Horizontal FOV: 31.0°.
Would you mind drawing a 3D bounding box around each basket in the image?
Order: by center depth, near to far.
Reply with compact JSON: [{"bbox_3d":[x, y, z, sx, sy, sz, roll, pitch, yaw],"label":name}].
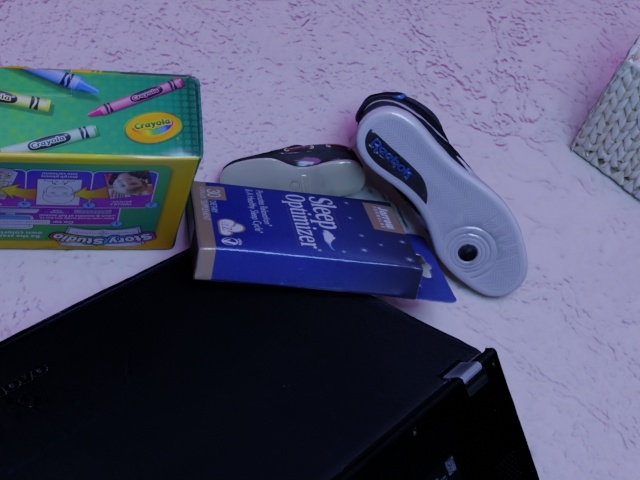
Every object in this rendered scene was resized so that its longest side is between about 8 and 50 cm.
[{"bbox_3d":[0.331,-0.136,1.126,0.103,0.167,0.113,34,61,8],"label":"basket"}]

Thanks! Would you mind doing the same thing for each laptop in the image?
[{"bbox_3d":[-0.036,0.218,0.858,0.382,0.236,0.407,-30,102,-47],"label":"laptop"}]

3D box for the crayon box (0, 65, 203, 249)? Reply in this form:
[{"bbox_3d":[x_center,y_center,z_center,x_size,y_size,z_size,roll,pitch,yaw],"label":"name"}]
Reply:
[{"bbox_3d":[-0.244,-0.062,0.928,0.279,0.165,0.081,0,65,-16],"label":"crayon box"}]

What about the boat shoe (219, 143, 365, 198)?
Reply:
[{"bbox_3d":[-0.027,-0.062,1.061,0.133,0.048,0.042,-4,32,-8],"label":"boat shoe"}]

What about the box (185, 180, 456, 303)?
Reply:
[{"bbox_3d":[0.000,0.000,0.998,0.225,0.036,0.136,7,25,-13],"label":"box"}]

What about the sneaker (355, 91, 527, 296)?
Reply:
[{"bbox_3d":[0.118,-0.055,1.076,0.217,0.079,0.121,50,19,-17],"label":"sneaker"}]
